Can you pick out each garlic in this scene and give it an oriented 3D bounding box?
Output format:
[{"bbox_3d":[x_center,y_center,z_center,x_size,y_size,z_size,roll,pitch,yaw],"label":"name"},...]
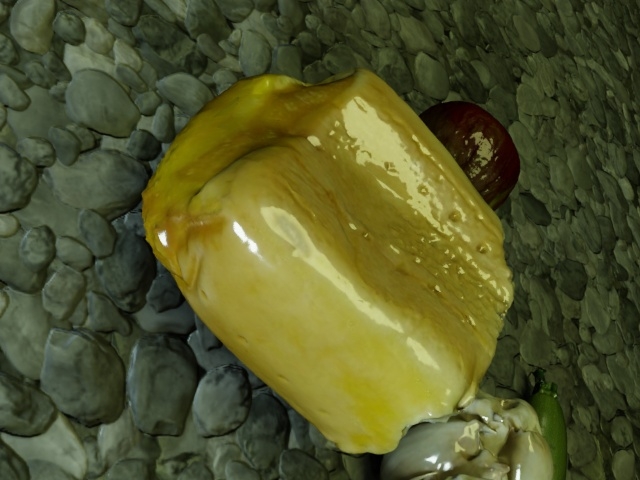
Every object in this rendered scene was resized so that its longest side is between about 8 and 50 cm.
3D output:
[{"bbox_3d":[0.165,0.274,0.898,0.281,0.203,0.185,-17,46,-33],"label":"garlic"}]

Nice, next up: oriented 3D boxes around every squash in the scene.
[{"bbox_3d":[0.316,0.328,1.085,0.087,0.087,0.331,38,48,-23],"label":"squash"}]

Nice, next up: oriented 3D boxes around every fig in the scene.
[{"bbox_3d":[0.194,-0.062,1.119,0.190,0.190,0.290,23,73,-33],"label":"fig"}]

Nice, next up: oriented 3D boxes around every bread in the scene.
[{"bbox_3d":[0.000,0.000,0.845,0.394,0.250,0.361,44,44,-13],"label":"bread"}]
